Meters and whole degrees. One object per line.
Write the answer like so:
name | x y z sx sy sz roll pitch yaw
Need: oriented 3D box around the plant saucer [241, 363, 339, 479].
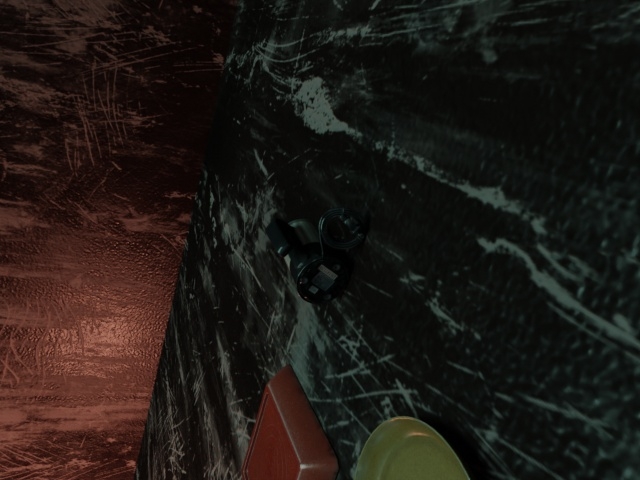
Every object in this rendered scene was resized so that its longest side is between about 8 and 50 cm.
plant saucer | -0.070 0.387 0.833 0.259 0.048 0.258 45 122 60

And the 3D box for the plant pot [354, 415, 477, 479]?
plant pot | 0.102 0.305 0.505 0.236 0.033 0.236 -37 48 57

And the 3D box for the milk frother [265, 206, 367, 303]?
milk frother | 0.000 0.000 0.783 0.143 0.129 0.134 -32 35 0
